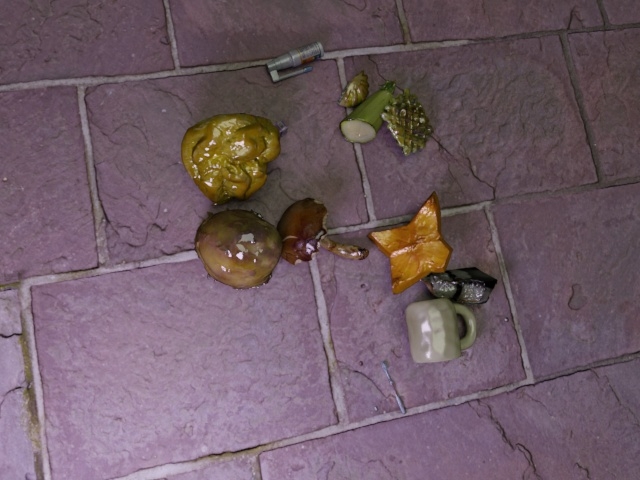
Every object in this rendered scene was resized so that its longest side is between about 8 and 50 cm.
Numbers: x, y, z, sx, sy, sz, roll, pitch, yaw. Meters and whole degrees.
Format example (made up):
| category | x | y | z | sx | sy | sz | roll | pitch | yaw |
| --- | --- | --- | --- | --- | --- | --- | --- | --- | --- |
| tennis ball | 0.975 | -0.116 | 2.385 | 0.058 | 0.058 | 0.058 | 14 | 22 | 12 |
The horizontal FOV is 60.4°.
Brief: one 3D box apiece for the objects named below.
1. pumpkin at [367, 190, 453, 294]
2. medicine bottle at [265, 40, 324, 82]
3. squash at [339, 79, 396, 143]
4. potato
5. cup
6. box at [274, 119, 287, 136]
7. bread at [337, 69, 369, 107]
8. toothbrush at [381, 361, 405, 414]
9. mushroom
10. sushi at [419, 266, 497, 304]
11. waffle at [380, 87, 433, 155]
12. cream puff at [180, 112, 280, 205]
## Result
| category | x | y | z | sx | sy | sz | roll | pitch | yaw |
| --- | --- | --- | --- | --- | --- | --- | --- | --- | --- |
| pumpkin | 0.329 | 0.013 | 1.901 | 0.290 | 0.095 | 0.258 | -30 | 70 | 14 |
| medicine bottle | -0.091 | -0.656 | 2.025 | 0.221 | 0.061 | 0.092 | -24 | 104 | -13 |
| squash | 0.208 | -0.471 | 2.021 | 0.137 | 0.137 | 0.287 | 45 | 67 | 0 |
| potato | -0.270 | 0.015 | 1.753 | 0.289 | 0.237 | 0.300 | -20 | 85 | -4 |
| cup | 0.422 | 0.298 | 1.873 | 0.255 | 0.173 | 0.202 | -7 | 82 | -1 |
| box | -0.172 | -0.375 | 1.959 | 0.117 | 0.050 | 0.036 | -39 | 81 | -13 |
| bread | 0.131 | -0.550 | 2.038 | 0.157 | 0.083 | 0.094 | -41 | 101 | -16 |
| toothbrush | 0.252 | 0.508 | 1.891 | 0.013 | 0.019 | 0.193 | -21 | 86 | -14 |
| mushroom | -0.020 | 0.017 | 1.875 | 0.301 | 0.233 | 0.208 | 53 | 49 | -21 |
| sushi | 0.471 | 0.173 | 1.949 | 0.273 | 0.134 | 0.109 | -4 | 108 | -18 |
| waffle | 0.330 | -0.435 | 2.020 | 0.204 | 0.054 | 0.223 | -46 | 111 | -33 |
| cream puff | -0.282 | -0.256 | 1.792 | 0.325 | 0.291 | 0.257 | -8 | 88 | 0 |
